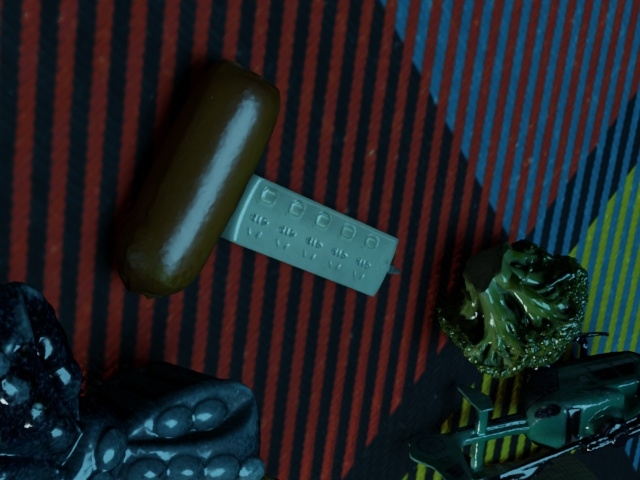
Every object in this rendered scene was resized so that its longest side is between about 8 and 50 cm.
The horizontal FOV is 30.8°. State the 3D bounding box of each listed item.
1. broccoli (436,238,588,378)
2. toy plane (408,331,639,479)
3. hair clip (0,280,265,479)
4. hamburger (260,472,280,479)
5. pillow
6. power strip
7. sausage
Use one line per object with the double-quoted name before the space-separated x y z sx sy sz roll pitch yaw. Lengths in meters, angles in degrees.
"broccoli" 0.195 0.070 1.174 0.138 0.145 0.162 47 69 -36
"toy plane" 0.263 0.191 1.291 0.381 0.155 0.106 -8 115 -23
"hair clip" -0.193 0.156 0.832 0.310 0.194 0.206 34 71 -44
"hamburger" -0.113 0.274 0.981 0.262 0.124 0.131 -25 123 -35
"pillow" 0.260 0.295 1.341 0.211 0.135 0.034 -3 132 -43
"power strip" 0.000 0.000 1.042 0.252 0.027 0.060 22 91 -46
"sausage" -0.096 -0.045 0.900 0.076 0.076 0.198 26 90 -46
